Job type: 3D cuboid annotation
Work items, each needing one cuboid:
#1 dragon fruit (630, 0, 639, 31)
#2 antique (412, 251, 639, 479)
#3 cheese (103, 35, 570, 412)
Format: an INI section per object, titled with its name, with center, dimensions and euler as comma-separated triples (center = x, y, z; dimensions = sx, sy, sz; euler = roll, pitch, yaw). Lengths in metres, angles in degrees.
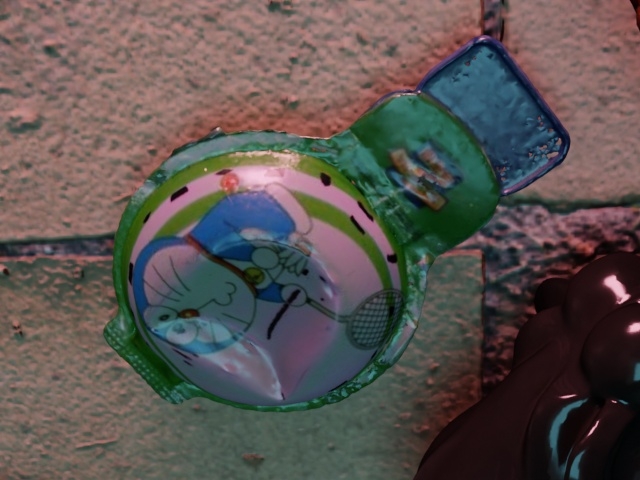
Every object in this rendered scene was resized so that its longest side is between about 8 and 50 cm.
[dragon fruit]
center = 0.267, -0.138, 0.507
dimensions = 0.244, 0.244, 0.299
euler = -1, 98, 5
[antique]
center = 0.197, 0.162, 0.685
dimensions = 0.255, 0.185, 0.322
euler = 36, 117, -14
[cheese]
center = 0.000, 0.000, 0.676
dimensions = 0.320, 0.083, 0.204
euler = -35, 109, 19
